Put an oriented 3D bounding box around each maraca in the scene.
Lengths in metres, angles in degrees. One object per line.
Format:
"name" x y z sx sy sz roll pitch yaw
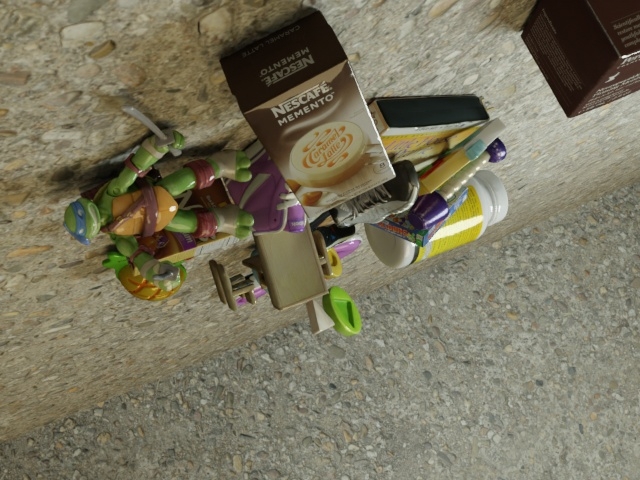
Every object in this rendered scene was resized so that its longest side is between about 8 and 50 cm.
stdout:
"maraca" -0.329 0.055 1.372 0.127 0.099 0.186 -19 151 11

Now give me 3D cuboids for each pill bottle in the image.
"pill bottle" 0.290 -0.065 1.798 0.333 0.188 0.188 -18 166 -23

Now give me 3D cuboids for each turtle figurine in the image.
"turtle figurine" -0.189 -0.044 0.999 0.266 0.198 0.274 -17 169 -45

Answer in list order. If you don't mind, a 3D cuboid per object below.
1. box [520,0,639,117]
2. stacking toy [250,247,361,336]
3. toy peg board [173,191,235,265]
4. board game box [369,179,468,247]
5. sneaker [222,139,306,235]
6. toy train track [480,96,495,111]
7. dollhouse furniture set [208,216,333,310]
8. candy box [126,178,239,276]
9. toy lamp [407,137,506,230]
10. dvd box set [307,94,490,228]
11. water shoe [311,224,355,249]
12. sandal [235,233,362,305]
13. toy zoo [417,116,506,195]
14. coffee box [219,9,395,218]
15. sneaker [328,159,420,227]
"box" 0.433 -0.318 1.083 0.168 0.167 0.203 -23 167 -7
"stacking toy" -0.044 0.130 1.790 0.130 0.280 0.309 -31 161 23
"toy peg board" -0.205 -0.016 1.340 0.161 0.079 0.160 -30 166 24
"board game box" 0.218 -0.076 1.604 0.201 0.136 0.035 -44 147 -37
"sneaker" -0.031 -0.104 1.127 0.102 0.161 0.282 -9 159 -44
"toy train track" 0.320 -0.266 1.441 0.048 0.014 0.083 -19 163 10
"dollhouse furniture set" -0.091 0.023 1.386 0.212 0.161 0.242 -19 -169 -19
"candy box" -0.233 -0.026 1.185 0.186 0.109 0.053 -20 167 -23
"toy lamp" 0.289 -0.121 1.547 0.274 0.080 0.080 -40 174 -23
"dvd box set" 0.086 -0.138 1.417 0.307 0.062 0.420 -13 163 -44
"water shoe" 0.000 0.000 1.790 0.203 0.073 0.080 -13 163 -40
"sandal" -0.062 0.105 2.036 0.416 0.102 0.169 -25 167 2
"toy zoo" 0.258 -0.159 1.448 0.192 0.030 0.293 -40 -177 -3
"coffee box" -0.009 -0.150 0.936 0.141 0.098 0.246 -27 146 5
"sneaker" 0.086 -0.071 1.359 0.132 0.086 0.229 -16 167 -25
